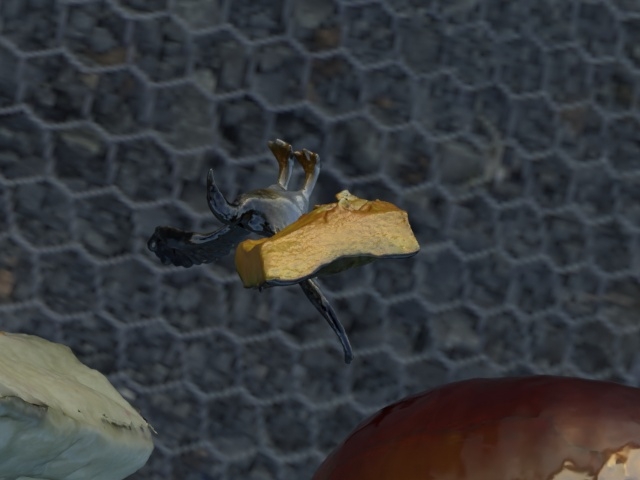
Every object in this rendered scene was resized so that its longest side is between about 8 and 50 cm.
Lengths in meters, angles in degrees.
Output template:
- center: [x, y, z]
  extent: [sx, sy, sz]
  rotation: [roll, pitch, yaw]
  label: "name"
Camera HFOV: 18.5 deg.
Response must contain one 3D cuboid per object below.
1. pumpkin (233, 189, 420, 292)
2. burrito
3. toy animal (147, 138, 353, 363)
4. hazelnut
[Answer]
- center: [-0.002, 0.000, 0.844]
  extent: [0.073, 0.101, 0.035]
  rotation: [-16, 92, -13]
  label: "pumpkin"
- center: [-0.298, 0.124, 1.508]
  extent: [0.135, 0.190, 0.332]
  rotation: [-56, 147, 5]
  label: "burrito"
- center: [-0.065, -0.028, 1.882]
  extent: [0.160, 0.272, 0.197]
  rotation: [-54, 142, -32]
  label: "toy animal"
- center: [0.166, 0.287, 1.437]
  extent: [0.359, 0.409, 0.359]
  rotation: [-4, 90, -68]
  label: "hazelnut"
